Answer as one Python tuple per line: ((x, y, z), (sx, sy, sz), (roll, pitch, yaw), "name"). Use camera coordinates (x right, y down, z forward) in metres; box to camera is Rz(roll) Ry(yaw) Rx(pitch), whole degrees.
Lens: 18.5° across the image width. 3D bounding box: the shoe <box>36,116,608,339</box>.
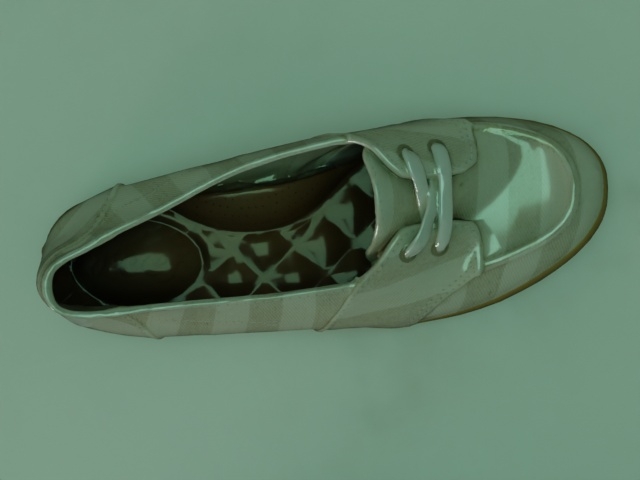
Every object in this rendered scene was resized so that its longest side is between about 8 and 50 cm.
((0.000, 0.000, 0.732), (0.219, 0.058, 0.076), (-11, 90, 4), "shoe")
